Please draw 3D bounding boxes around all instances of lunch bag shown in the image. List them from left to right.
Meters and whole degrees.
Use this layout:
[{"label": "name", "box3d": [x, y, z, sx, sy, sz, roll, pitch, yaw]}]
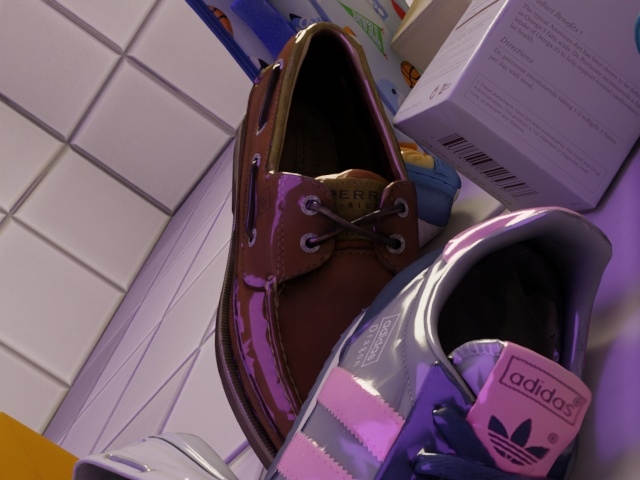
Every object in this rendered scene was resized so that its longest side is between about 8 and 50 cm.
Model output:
[{"label": "lunch bag", "box3d": [-0.003, -0.179, 0.889, 0.115, 0.303, 0.243, -32, 19, 25]}]

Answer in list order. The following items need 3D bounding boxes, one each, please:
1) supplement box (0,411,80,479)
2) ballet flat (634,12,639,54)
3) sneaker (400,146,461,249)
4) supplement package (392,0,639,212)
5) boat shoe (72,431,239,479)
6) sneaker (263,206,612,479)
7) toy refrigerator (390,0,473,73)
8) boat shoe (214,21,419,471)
[{"label": "supplement box", "box3d": [-0.211, 0.266, 0.731, 0.194, 0.191, 0.129, -53, 11, 15]}, {"label": "ballet flat", "box3d": [0.203, -0.100, 0.402, 0.079, 0.077, 0.221, -37, 5, -5]}, {"label": "sneaker", "box3d": [0.012, 0.026, 0.810, 0.296, 0.112, 0.131, 142, 143, -61]}, {"label": "supplement package", "box3d": [0.142, -0.116, 0.609, 0.179, 0.105, 0.105, -56, 9, -9]}, {"label": "boat shoe", "box3d": [-0.056, 0.160, 0.514, 0.226, 0.076, 0.083, 14, 102, 56]}, {"label": "sneaker", "box3d": [0.036, 0.102, 0.390, 0.131, 0.112, 0.319, -48, 14, 43]}, {"label": "toy refrigerator", "box3d": [0.159, -0.238, 0.910, 0.094, 0.102, 0.269, -42, 18, 50]}, {"label": "boat shoe", "box3d": [0.000, 0.000, 0.591, 0.104, 0.110, 0.307, 115, 151, -45]}]
